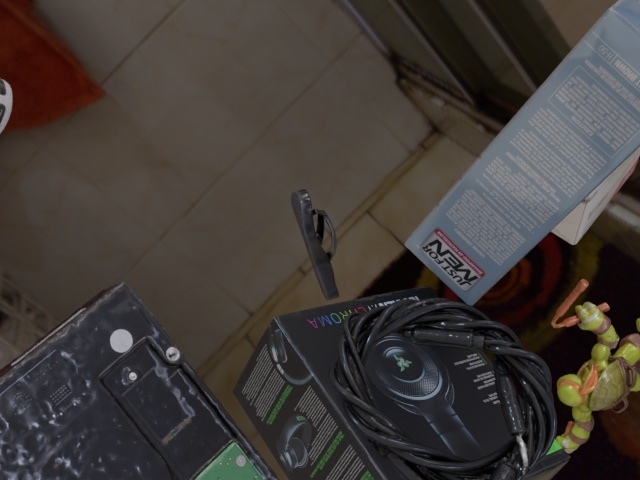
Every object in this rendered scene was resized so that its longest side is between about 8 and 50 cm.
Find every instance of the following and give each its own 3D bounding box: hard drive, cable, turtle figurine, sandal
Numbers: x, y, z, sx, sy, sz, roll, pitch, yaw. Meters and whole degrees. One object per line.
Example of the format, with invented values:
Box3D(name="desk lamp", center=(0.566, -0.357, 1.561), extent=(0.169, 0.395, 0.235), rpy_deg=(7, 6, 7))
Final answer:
Box3D(name="hard drive", center=(-0.137, 0.233, 0.687), extent=(0.237, 0.339, 0.064), rpy_deg=(-43, 12, -30))
Box3D(name="cable", center=(0.095, 0.113, 0.723), extent=(0.150, 0.047, 0.184), rpy_deg=(-41, 75, -18))
Box3D(name="turtle figurine", center=(0.366, 0.159, 1.179), extent=(0.217, 0.269, 0.087), rpy_deg=(-16, 28, -39))
Box3D(name="sandal", center=(0.000, 0.000, 1.664), extent=(0.054, 0.254, 0.097), rpy_deg=(-21, 45, -3))

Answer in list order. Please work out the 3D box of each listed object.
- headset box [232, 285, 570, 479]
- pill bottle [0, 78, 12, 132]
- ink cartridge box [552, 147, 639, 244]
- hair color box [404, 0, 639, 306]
Box3D(name="headset box", center=(0.089, 0.207, 1.009), extent=(0.283, 0.246, 0.131), rpy_deg=(53, 132, 30))
Box3D(name="pill bottle", center=(-0.624, -0.244, 1.522), extent=(0.119, 0.208, 0.119), rpy_deg=(-14, 67, 36))
Box3D(name="ink cartridge box", center=(0.465, -0.154, 1.598), extent=(0.117, 0.283, 0.207), rpy_deg=(36, 72, 21))
Box3D(name="hair color box", center=(0.263, -0.105, 1.010), extent=(0.185, 0.113, 0.374), rpy_deg=(-39, -9, -44))
